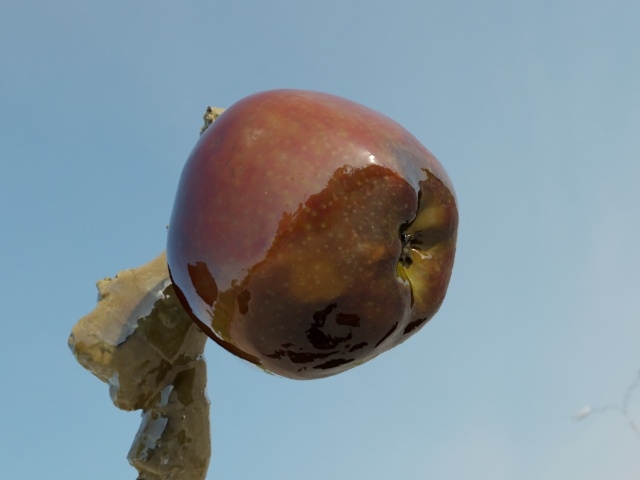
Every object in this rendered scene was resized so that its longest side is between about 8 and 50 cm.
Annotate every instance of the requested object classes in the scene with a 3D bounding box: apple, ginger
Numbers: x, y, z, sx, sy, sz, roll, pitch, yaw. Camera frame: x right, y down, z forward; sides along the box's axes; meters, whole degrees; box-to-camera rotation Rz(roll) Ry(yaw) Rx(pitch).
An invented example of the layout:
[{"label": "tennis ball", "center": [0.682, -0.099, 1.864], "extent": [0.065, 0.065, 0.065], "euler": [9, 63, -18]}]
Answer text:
[{"label": "apple", "center": [0.000, 0.000, 1.030], "extent": [0.230, 0.230, 0.230], "euler": [-26, -21, -11]}, {"label": "ginger", "center": [-0.120, 0.050, 1.156], "extent": [0.081, 0.147, 0.334], "euler": [106, -176, -77]}]
